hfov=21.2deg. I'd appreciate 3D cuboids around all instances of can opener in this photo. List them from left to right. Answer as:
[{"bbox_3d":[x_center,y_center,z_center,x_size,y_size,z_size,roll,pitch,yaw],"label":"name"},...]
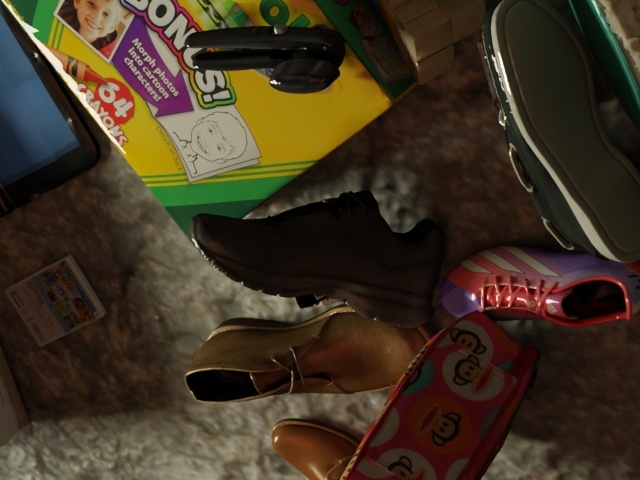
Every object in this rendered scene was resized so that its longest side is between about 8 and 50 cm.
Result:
[{"bbox_3d":[-0.057,-0.190,1.694,0.186,0.073,0.059,11,125,31],"label":"can opener"}]

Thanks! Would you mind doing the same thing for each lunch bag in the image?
[{"bbox_3d":[0.105,0.237,1.793,0.120,0.293,0.258,33,149,10],"label":"lunch bag"}]

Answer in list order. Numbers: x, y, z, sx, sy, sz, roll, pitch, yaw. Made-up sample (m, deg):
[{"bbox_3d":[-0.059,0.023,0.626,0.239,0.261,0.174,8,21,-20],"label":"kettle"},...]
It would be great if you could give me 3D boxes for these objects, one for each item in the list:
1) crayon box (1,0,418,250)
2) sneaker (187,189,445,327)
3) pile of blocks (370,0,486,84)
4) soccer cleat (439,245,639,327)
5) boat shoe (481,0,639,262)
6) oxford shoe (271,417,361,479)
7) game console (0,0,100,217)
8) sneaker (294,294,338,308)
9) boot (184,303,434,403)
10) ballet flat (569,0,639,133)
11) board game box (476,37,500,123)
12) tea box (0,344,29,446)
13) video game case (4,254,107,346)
[{"bbox_3d":[-0.122,-0.220,1.808,0.313,0.106,0.363,-36,94,36],"label":"crayon box"},{"bbox_3d":[0.000,0.000,1.815,0.286,0.109,0.130,13,105,-20],"label":"sneaker"},{"bbox_3d":[0.070,-0.337,1.667,0.113,0.149,0.362,-28,114,-8],"label":"pile of blocks"},{"bbox_3d":[0.228,0.053,1.765,0.248,0.095,0.083,-4,112,29],"label":"soccer cleat"},{"bbox_3d":[0.221,-0.103,1.653,0.091,0.114,0.302,5,127,54],"label":"boat shoe"},{"bbox_3d":[0.025,0.282,2.002,0.212,0.076,0.076,31,126,13],"label":"oxford shoe"},{"bbox_3d":[-0.450,-0.146,1.990,0.293,0.250,0.173,59,152,-8],"label":"game console"},{"bbox_3d":[0.019,0.055,1.911,0.109,0.044,0.040,-20,101,32],"label":"sneaker"},{"bbox_3d":[-0.015,0.144,1.930,0.305,0.115,0.112,-7,108,30],"label":"boot"},{"bbox_3d":[0.265,-0.276,1.567,0.147,0.147,0.409,-26,100,35],"label":"ballet flat"},{"bbox_3d":[0.211,-0.166,1.711,0.090,0.020,0.090,-8,109,30],"label":"board game box"},{"bbox_3d":[-0.601,0.151,2.181,0.324,0.220,0.329,-4,112,31],"label":"tea box"},{"bbox_3d":[-0.330,0.076,2.127,0.122,0.011,0.087,-25,100,35],"label":"video game case"}]
